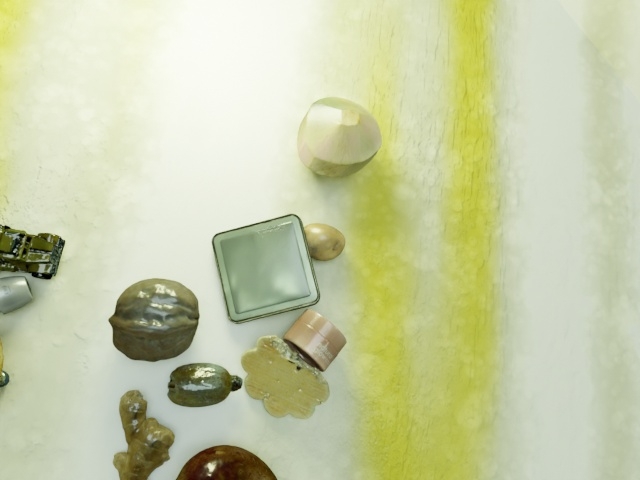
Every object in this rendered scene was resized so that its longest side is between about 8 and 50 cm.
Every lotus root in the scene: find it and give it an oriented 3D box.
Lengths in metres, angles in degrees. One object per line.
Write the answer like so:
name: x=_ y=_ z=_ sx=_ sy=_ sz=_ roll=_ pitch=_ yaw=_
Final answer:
lotus root: x=-0.301 y=0.378 z=1.286 sx=0.192 sy=0.088 sz=0.113 roll=2 pitch=68 yaw=-14

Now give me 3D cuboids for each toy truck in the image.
toy truck: x=-0.799 y=0.018 z=1.240 sx=0.257 sy=0.127 sz=0.127 roll=11 pitch=71 yaw=-15

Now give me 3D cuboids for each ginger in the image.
ginger: x=-0.446 y=0.544 z=1.208 sx=0.148 sy=0.081 sz=0.333 roll=10 pitch=79 yaw=-12

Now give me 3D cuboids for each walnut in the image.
walnut: x=-0.421 y=0.200 z=1.249 sx=0.224 sy=0.224 sz=0.224 roll=4 pitch=74 yaw=-13

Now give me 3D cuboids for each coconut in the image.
coconut: x=0.054 y=-0.314 z=1.477 sx=0.260 sy=0.259 sz=0.259 roll=4 pitch=74 yaw=-13

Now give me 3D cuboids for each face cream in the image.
face cream: x=-0.016 y=0.276 z=1.351 sx=0.149 sy=0.149 sz=0.104 roll=41 pitch=70 yaw=-1
face cream: x=-0.783 y=0.135 z=1.228 sx=0.095 sy=0.091 sz=0.091 roll=-20 pitch=81 yaw=-26

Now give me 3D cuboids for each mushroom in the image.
mushroom: x=-0.220 y=0.680 z=1.162 sx=0.345 sy=0.239 sz=0.344 roll=-4 pitch=100 yaw=-27

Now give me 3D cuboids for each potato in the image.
potato: x=0.003 y=0.000 z=1.456 sx=0.147 sy=0.112 sz=0.111 roll=12 pitch=73 yaw=-15

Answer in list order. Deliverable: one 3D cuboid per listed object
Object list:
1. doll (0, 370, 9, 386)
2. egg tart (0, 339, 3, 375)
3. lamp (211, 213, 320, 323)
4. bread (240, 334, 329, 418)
doll: x=-0.815 y=0.310 z=1.205 sx=0.037 sy=0.027 sz=0.125 roll=-44 pitch=89 yaw=-12
egg tart: x=-0.852 y=0.301 z=1.147 sx=0.291 sy=0.107 sz=0.290 roll=-1 pitch=84 yaw=9
lamp: x=-0.156 y=0.078 z=1.386 sx=0.267 sy=0.047 sz=0.268 roll=-14 pitch=80 yaw=0
bread: x=-0.107 y=0.379 z=1.326 sx=0.251 sy=0.039 sz=0.181 roll=41 pitch=103 yaw=0
